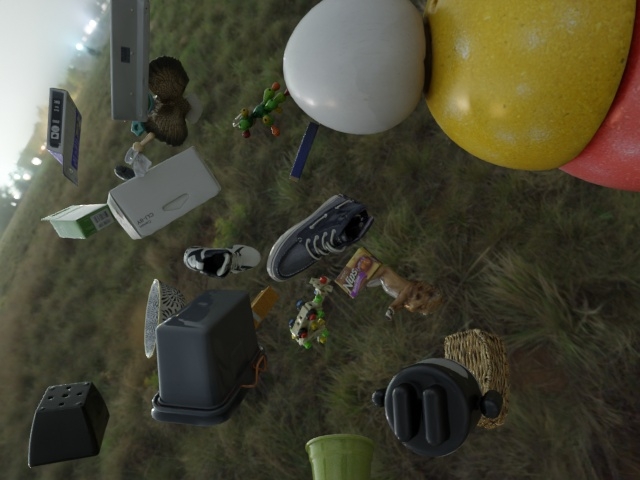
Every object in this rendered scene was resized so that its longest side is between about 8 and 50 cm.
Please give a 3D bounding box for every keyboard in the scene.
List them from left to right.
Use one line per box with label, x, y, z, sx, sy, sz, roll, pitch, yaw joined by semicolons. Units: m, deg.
keyboard;-0.374;-0.364;0.795;0.014;0.072;0.255;34;122;43

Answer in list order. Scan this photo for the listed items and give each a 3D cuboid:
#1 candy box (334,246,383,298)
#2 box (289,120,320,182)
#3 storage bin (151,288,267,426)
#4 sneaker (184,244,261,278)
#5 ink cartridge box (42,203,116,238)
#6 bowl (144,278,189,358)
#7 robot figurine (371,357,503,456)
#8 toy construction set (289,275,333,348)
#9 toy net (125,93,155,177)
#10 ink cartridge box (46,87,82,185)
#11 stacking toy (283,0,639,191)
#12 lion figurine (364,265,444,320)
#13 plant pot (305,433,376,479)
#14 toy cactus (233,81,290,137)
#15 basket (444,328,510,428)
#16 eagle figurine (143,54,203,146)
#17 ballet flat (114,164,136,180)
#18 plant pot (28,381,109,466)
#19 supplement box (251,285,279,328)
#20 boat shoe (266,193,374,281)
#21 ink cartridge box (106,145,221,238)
candy box;0.153;0.131;1.637;0.109;0.053;0.186;43;113;17
box;-0.045;-0.303;1.290;0.136;0.037;0.225;-95;27;-74
storage bin;-0.110;0.111;0.425;0.099;0.135;0.090;1;105;13
sneaker;-0.267;0.066;1.189;0.153;0.235;0.093;22;100;56
ink cartridge box;-0.737;-0.060;1.232;0.210;0.062;0.109;2;31;32
bowl;-0.334;0.173;0.897;0.170;0.080;0.169;-22;64;56
robot figurine;0.237;0.331;0.835;0.209;0.278;0.173;37;101;30
toy construction set;-0.027;0.317;1.718;0.151;0.215;0.327;25;112;39
toy net;-0.490;-0.281;1.056;0.122;0.045;0.232;18;107;18
ink cartridge box;-0.666;-0.258;1.052;0.206;0.045;0.208;176;95;-68
stacking toy;0.207;-0.171;0.326;0.481;0.350;0.350;-3;56;3
lion figurine;0.314;0.196;1.730;0.240;0.142;0.392;-35;58;-23
plant pot;0.077;0.893;1.489;0.276;0.276;0.253;-35;36;31
toy cactus;-0.174;-0.353;1.148;0.181;0.112;0.218;-10;43;42
basket;0.588;0.485;1.424;0.213;0.223;0.298;-37;33;50
eagle figurine;-0.486;-0.427;1.265;0.225;0.226;0.298;-47;31;-8
ballet flat;-0.714;-0.239;1.553;0.173;0.049;0.057;30;68;11
plant pot;-0.788;0.556;1.267;0.187;0.188;0.166;-133;44;-66
supplement box;-0.272;0.303;1.733;0.078;0.080;0.233;-34;15;42
boat shoe;0.000;0.000;1.158;0.340;0.127;0.158;-47;31;-10
ink cartridge box;-0.518;-0.141;1.308;0.279;0.160;0.385;-38;17;-23
